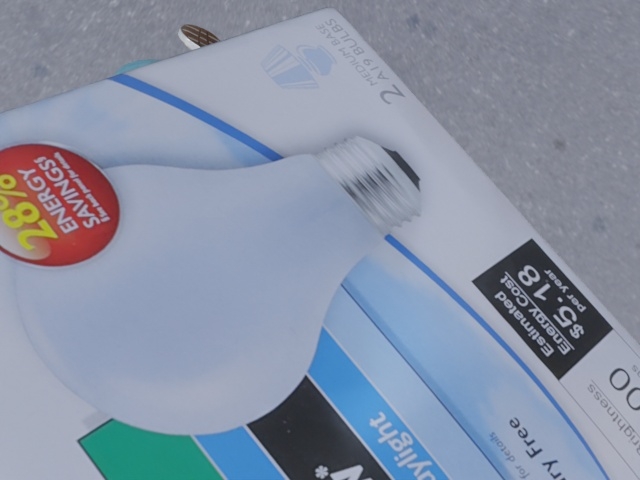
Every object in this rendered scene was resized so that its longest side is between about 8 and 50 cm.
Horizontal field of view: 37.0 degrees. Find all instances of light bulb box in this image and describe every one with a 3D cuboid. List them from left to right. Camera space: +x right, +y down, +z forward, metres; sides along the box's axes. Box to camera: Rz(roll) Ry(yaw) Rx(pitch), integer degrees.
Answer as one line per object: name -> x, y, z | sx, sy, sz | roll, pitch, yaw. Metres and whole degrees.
light bulb box -> -0.048, 0.104, 0.522 | 0.358, 0.361, 0.225 | 49, 138, 12

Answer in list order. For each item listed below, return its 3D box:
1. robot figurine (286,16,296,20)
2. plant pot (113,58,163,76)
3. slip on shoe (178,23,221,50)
robot figurine -> -0.059, -0.314, 1.840 | 0.173, 0.209, 0.278 | 46, 67, -4
plant pot -> -0.307, -0.187, 1.789 | 0.271, 0.272, 0.255 | 0, 71, -2
slip on shoe -> -0.149, -0.260, 1.380 | 0.135, 0.051, 0.041 | 29, 131, -7
